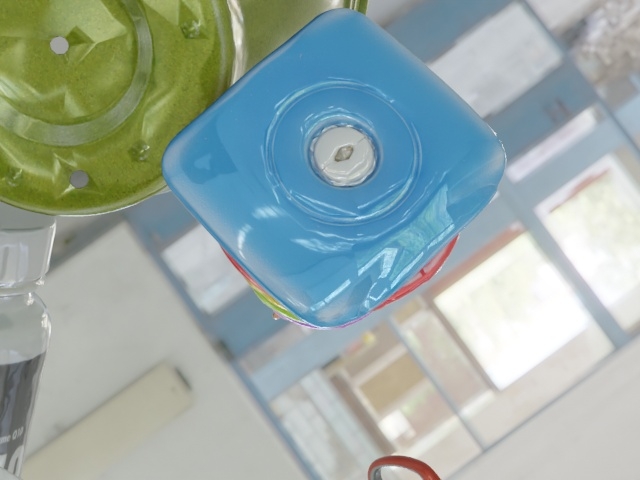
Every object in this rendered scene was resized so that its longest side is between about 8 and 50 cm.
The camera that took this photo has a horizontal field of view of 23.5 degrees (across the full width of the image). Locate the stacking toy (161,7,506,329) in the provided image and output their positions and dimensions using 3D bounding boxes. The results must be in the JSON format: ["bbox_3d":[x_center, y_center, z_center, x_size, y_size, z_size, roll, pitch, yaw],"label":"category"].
[{"bbox_3d":[0.000,0.000,1.047,0.175,0.166,0.302,-42,169,-18],"label":"stacking toy"}]

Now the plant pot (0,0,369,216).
[{"bbox_3d":[-0.159,-0.179,1.177,0.366,0.366,0.353,-38,-169,17],"label":"plant pot"}]

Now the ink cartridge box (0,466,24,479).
[{"bbox_3d":[-0.244,0.195,0.916,0.092,0.218,0.158,-59,175,-48],"label":"ink cartridge box"}]

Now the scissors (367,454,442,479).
[{"bbox_3d":[0.155,0.274,1.573,0.021,0.109,0.297,-21,-171,-37],"label":"scissors"}]

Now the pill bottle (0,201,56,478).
[{"bbox_3d":[-0.357,0.134,1.387,0.204,0.204,0.361,-24,130,-69],"label":"pill bottle"}]
